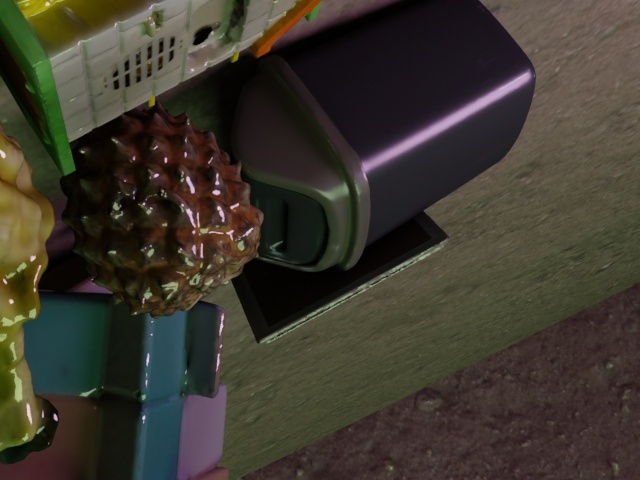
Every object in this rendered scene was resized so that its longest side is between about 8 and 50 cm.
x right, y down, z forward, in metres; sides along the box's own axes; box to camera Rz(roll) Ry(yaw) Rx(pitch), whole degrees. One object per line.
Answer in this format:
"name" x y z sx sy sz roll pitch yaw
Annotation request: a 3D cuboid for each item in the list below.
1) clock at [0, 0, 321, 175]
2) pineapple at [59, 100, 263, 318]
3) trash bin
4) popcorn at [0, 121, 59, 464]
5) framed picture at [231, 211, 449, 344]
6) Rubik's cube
"clock" -0.094 -0.174 0.649 0.255 0.106 0.220 -32 175 -16
"pineapple" -0.143 -0.038 0.811 0.166 0.193 0.166 -36 172 -6
"trash bin" 0.046 -0.100 0.944 0.290 0.182 0.209 -29 158 -16
"popcorn" -0.315 -0.002 0.602 0.293 0.293 0.237 -38 165 23
"framed picture" 0.000 0.000 1.067 0.216 0.273 0.016 -28 118 -2
"Rubik's cube" -0.267 0.184 0.987 0.368 0.359 0.387 1 177 43
